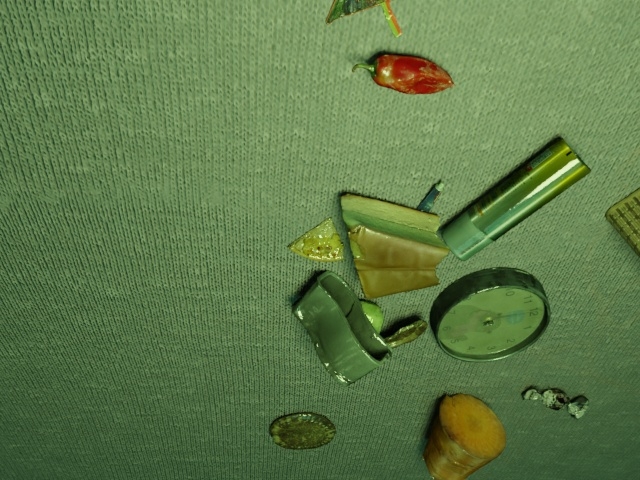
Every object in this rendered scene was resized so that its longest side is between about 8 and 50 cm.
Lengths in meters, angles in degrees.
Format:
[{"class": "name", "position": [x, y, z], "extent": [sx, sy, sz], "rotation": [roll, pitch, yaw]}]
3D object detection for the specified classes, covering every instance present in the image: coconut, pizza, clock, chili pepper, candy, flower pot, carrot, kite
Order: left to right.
[{"class": "pizza", "position": [0.000, 0.000, 1.054], "extent": [0.123, 0.026, 0.108], "rotation": [10, 125, -11]}, {"class": "flower pot", "position": [0.039, 0.187, 1.099], "extent": [0.108, 0.229, 0.103], "rotation": [-44, 161, 28]}, {"class": "coconut", "position": [0.099, 0.185, 1.174], "extent": [0.088, 0.088, 0.096], "rotation": [22, 97, -20]}, {"class": "kite", "position": [0.092, -0.377, 0.767], "extent": [0.190, 0.010, 0.159], "rotation": [-14, 130, 9]}, {"class": "chili pepper", "position": [0.137, -0.270, 0.831], "extent": [0.191, 0.050, 0.059], "rotation": [3, 127, -22]}, {"class": "carrot", "position": [0.377, 0.577, 1.448], "extent": [0.196, 0.196, 0.254], "rotation": [9, 131, -11]}, {"class": "clock", "position": [0.399, 0.184, 1.211], "extent": [0.281, 0.055, 0.280], "rotation": [-2, 129, -2]}, {"class": "candy", "position": [0.668, 0.458, 1.453], "extent": [0.226, 0.051, 0.094], "rotation": [23, 127, -21]}]

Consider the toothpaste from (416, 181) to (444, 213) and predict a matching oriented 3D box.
[{"class": "toothpaste", "position": [0.218, -0.083, 1.006], "extent": [0.027, 0.019, 0.083], "rotation": [14, 134, -16]}]

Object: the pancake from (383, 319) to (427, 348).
[{"class": "pancake", "position": [0.165, 0.230, 1.210], "extent": [0.184, 0.020, 0.190], "rotation": [6, 144, -37]}]

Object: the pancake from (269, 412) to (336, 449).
[{"class": "pancake", "position": [-0.053, 0.561, 1.505], "extent": [0.199, 0.021, 0.199], "rotation": [-2, 129, -2]}]

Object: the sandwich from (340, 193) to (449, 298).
[{"class": "sandwich", "position": [0.149, -0.001, 1.006], "extent": [0.186, 0.108, 0.220], "rotation": [-14, 133, 8]}]

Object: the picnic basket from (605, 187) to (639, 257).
[{"class": "picnic basket", "position": [0.771, 0.010, 1.018], "extent": [0.313, 0.175, 0.228], "rotation": [34, 119, -28]}]

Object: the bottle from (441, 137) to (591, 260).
[{"class": "bottle", "position": [0.364, -0.071, 0.985], "extent": [0.082, 0.082, 0.286], "rotation": [35, 119, -27]}]
